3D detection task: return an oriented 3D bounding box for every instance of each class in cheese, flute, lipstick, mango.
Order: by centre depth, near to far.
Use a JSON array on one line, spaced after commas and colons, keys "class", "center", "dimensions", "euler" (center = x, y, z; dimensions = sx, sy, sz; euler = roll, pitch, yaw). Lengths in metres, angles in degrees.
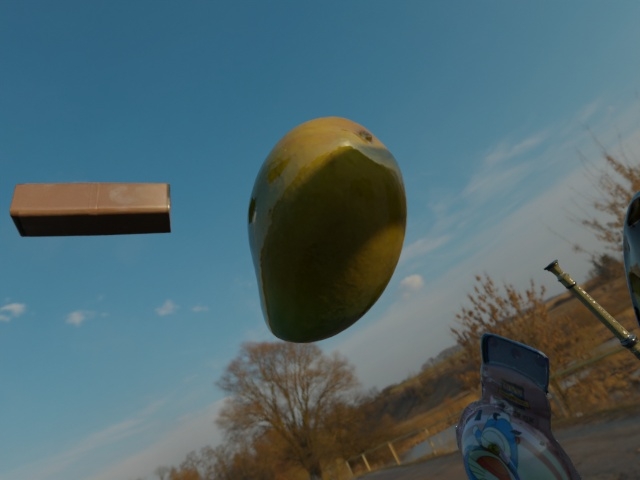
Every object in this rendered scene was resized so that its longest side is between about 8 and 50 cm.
[{"class": "mango", "center": [0.000, 0.000, 0.379], "dimensions": [0.130, 0.092, 0.194], "euler": [19, -67, -6]}, {"class": "lipstick", "center": [-0.232, -0.033, 0.486], "dimensions": [0.145, 0.045, 0.045], "euler": [-2, -38, -16]}, {"class": "cheese", "center": [0.247, 0.257, 0.596], "dimensions": [0.074, 0.285, 0.189], "euler": [-16, 19, -33]}, {"class": "flute", "center": [0.442, 0.122, 0.720], "dimensions": [0.027, 0.233, 0.027], "euler": [-36, -18, -14]}]

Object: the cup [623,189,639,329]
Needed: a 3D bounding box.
[{"class": "cup", "center": [0.380, 0.016, 0.301], "dimensions": [0.256, 0.178, 0.255], "euler": [-10, -16, 19]}]
